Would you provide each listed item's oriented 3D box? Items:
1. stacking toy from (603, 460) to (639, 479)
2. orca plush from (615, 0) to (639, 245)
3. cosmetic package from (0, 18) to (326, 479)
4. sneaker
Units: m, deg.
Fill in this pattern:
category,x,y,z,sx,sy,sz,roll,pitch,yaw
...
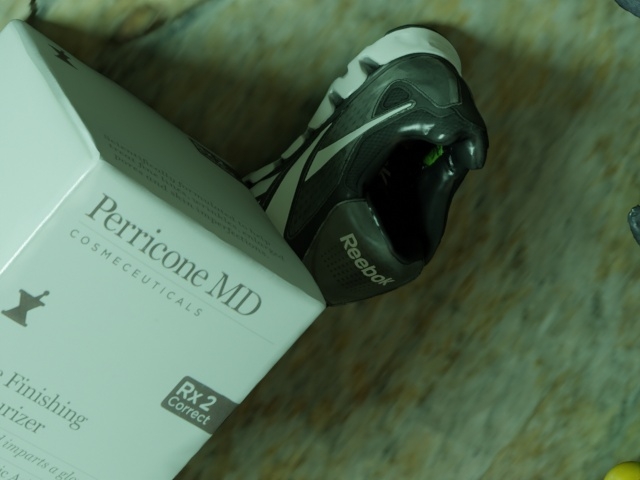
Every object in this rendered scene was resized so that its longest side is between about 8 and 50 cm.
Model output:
category,x,y,z,sx,sy,sz,roll,pitch,yaw
stacking toy,0.227,0.168,1.204,0.330,0.141,0.141,-25,127,-2
orca plush,0.241,-0.058,1.110,0.151,0.102,0.287,-17,125,40
cosmetic package,-0.129,0.027,0.941,0.151,0.151,0.183,34,103,-36
sneaker,0.000,0.000,1.009,0.078,0.106,0.234,35,102,-35
